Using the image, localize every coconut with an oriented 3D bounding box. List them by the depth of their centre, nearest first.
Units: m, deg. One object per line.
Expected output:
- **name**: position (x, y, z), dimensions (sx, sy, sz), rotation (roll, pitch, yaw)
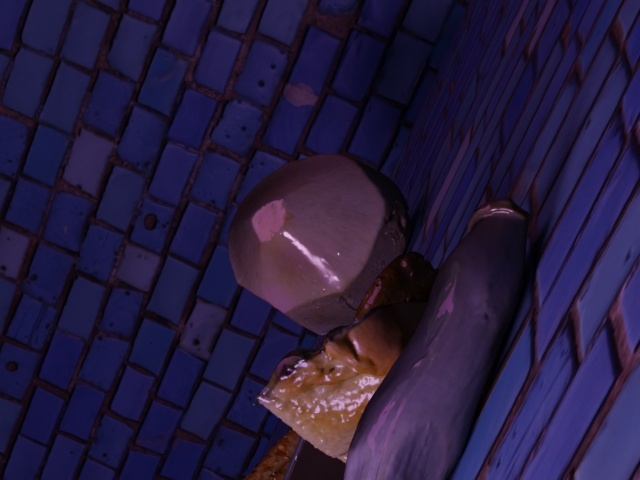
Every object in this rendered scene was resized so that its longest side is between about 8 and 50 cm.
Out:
- **coconut**: position (0.000, 0.000, 2.613), dimensions (0.352, 0.352, 0.353), rotation (-157, 90, -88)

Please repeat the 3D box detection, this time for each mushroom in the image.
- **mushroom**: position (0.112, 0.119, 1.314), dimensions (0.351, 0.097, 0.109), rotation (-63, 4, -14)

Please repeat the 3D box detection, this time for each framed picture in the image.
- **framed picture**: position (-0.021, 0.387, 2.031), dimensions (0.296, 0.019, 0.232), rotation (-67, 19, 3)

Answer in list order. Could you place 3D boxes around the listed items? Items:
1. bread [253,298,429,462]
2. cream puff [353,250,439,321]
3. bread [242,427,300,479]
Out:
- **bread**: position (0.061, 0.159, 1.519), dimensions (0.174, 0.133, 0.251), rotation (-36, -16, 23)
- **cream puff**: position (0.104, 0.083, 1.708), dimensions (0.126, 0.103, 0.144), rotation (-51, -6, -14)
- **bread**: position (-0.063, 0.374, 2.251), dimensions (0.211, 0.083, 0.114), rotation (-46, -15, -24)
